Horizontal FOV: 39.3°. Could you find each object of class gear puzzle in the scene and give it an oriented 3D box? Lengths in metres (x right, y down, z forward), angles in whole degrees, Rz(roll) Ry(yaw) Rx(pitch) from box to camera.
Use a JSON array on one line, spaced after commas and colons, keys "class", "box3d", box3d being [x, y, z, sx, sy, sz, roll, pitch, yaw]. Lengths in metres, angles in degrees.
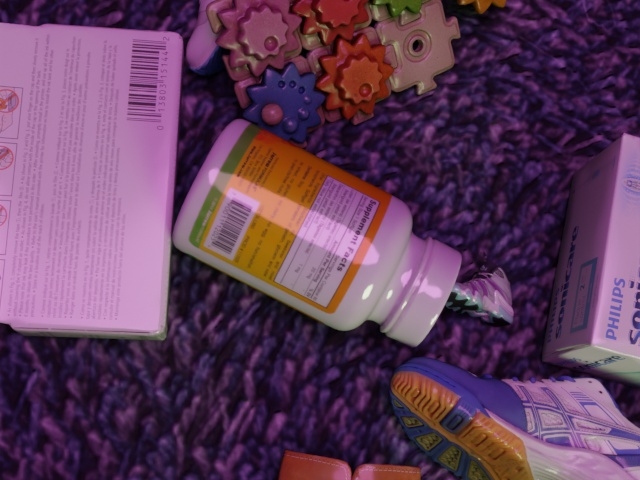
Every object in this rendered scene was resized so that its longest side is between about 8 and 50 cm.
[{"class": "gear puzzle", "box3d": [0.067, -0.212, 0.892, 0.339, 0.044, 0.175, -26, 119, -13]}]

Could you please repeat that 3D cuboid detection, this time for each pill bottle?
[{"class": "pill bottle", "box3d": [0.000, 0.000, 0.835, 0.246, 0.136, 0.136, 27, 75, -2]}]

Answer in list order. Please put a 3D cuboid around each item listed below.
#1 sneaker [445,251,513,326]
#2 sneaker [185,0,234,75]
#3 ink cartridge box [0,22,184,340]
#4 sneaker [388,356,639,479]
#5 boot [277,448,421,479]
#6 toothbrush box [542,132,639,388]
[{"class": "sneaker", "box3d": [0.156, 0.040, 0.889, 0.098, 0.038, 0.069, 28, 60, -40]}, {"class": "sneaker", "box3d": [-0.082, -0.274, 0.891, 0.092, 0.087, 0.228, 29, 101, 8]}, {"class": "ink cartridge box", "box3d": [-0.268, -0.060, 0.847, 0.261, 0.066, 0.296, 3, 76, -7]}, {"class": "sneaker", "box3d": [0.207, 0.177, 0.856, 0.296, 0.112, 0.131, 30, 58, -2]}, {"class": "boot", "box3d": [0.070, 0.315, 0.803, 0.283, 0.109, 0.220, 11, 72, 2]}, {"class": "toothbrush box", "box3d": [0.392, 0.047, 0.884, 0.296, 0.126, 0.216, 16, 73, -3]}]
